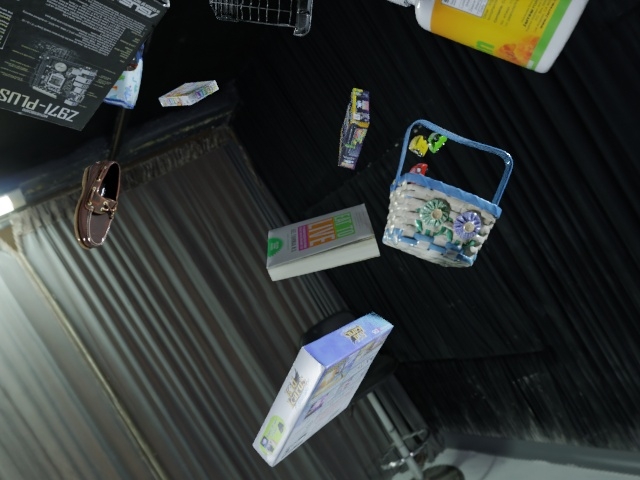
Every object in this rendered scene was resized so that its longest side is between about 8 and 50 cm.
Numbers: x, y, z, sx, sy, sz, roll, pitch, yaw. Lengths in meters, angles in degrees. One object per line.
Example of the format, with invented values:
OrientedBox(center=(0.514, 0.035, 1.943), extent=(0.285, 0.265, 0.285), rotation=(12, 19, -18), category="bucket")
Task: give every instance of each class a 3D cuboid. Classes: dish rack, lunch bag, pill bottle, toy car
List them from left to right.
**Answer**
OrientedBox(center=(-0.485, -0.395, 1.085), extent=(0.096, 0.129, 0.151), rotation=(12, 9, -6), category="lunch bag")
OrientedBox(center=(-0.150, -0.662, 1.156), extent=(0.271, 0.208, 0.074), rotation=(4, 19, -8), category="dish rack")
OrientedBox(center=(0.403, -0.343, 1.679), extent=(0.225, 0.053, 0.239), rotation=(-45, -33, -25), category="toy car")
OrientedBox(center=(0.209, -0.325, 0.570), extent=(0.136, 0.245, 0.136), rotation=(-56, -15, -23), category="pill bottle")

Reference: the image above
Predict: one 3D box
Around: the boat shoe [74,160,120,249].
OrientedBox(center=(-0.488, -0.084, 0.983), extent=(0.073, 0.207, 0.073), rotation=(-8, -18, 14), category="boat shoe")

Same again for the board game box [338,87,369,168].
OrientedBox(center=(0.088, -0.296, 1.172), extent=(0.170, 0.048, 0.141), rotation=(-84, 6, -45), category="board game box")

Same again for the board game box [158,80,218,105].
OrientedBox(center=(-0.377, -0.419, 1.266), extent=(0.154, 0.026, 0.103), rotation=(13, 45, 40), category="board game box")

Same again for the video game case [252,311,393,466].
OrientedBox(center=(0.013, 0.279, 0.875), extent=(0.269, 0.061, 0.244), rotation=(-9, -50, -57), category="video game case")

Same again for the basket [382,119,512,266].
OrientedBox(center=(0.279, -0.096, 0.986), extent=(0.201, 0.254, 0.289), rotation=(143, 144, -80), category="basket")

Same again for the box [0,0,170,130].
OrientedBox(center=(-0.214, -0.164, 0.275), extent=(0.147, 0.078, 0.180), rotation=(-32, -27, 35), category="box")

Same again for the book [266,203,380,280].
OrientedBox(center=(0.000, 0.000, 0.606), extent=(0.144, 0.035, 0.096), rotation=(-16, 33, 5), category="book")

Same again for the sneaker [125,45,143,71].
OrientedBox(center=(-0.405, -0.459, 0.882), extent=(0.087, 0.083, 0.221), rotation=(-84, 1, -46), category="sneaker")
